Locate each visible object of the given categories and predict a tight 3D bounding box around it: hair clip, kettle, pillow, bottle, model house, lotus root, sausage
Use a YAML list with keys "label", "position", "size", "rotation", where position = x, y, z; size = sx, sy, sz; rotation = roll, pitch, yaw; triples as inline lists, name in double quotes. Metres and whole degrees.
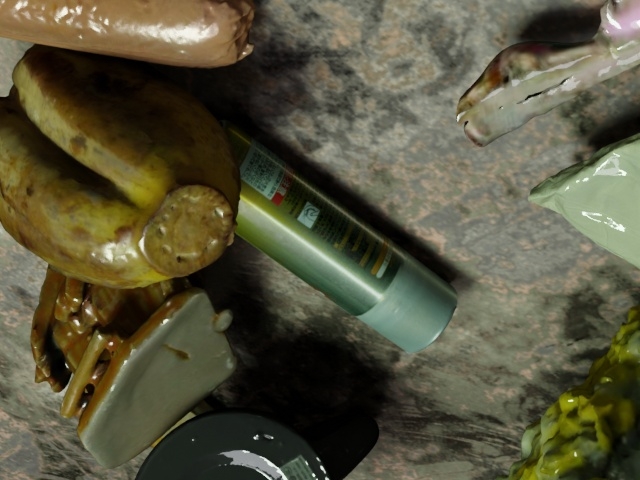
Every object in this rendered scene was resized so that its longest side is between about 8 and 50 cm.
- label: "hair clip"
  position: [0.237, -0.153, 1.120]
  size: [0.300, 0.069, 0.173]
  rotation: [-19, 133, 26]
- label: "kettle"
  position: [-0.056, 0.264, 1.618]
  size: [0.207, 0.268, 0.290]
  rotation: [62, 180, 4]
- label: "pillow"
  position: [0.353, -0.020, 1.196]
  size: [0.281, 0.076, 0.274]
  rotation: [27, 147, -29]
- label: "bottle"
  position: [0.000, 0.000, 1.416]
  size: [0.286, 0.082, 0.082]
  rotation: [35, 141, -18]
- label: "model house"
  position: [-0.209, 0.072, 1.521]
  size: [0.229, 0.220, 0.199]
  rotation: [50, 173, 33]
- label: "lotus root"
  position: [-0.185, -0.058, 1.282]
  size: [0.291, 0.193, 0.193]
  rotation: [35, 156, 39]
- label: "sausage"
  position: [-0.192, -0.198, 1.260]
  size: [0.289, 0.086, 0.086]
  rotation: [9, 141, 13]

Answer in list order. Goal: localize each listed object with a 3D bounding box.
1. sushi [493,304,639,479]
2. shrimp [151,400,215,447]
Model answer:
- label: "sushi"
  position: [0.321, 0.269, 1.338]
  size: [0.351, 0.396, 0.240]
  rotation: [25, 143, 7]
- label: "shrimp"
  position: [-0.203, 0.190, 1.769]
  size: [0.154, 0.062, 0.294]
  rotation: [-4, 138, 38]
